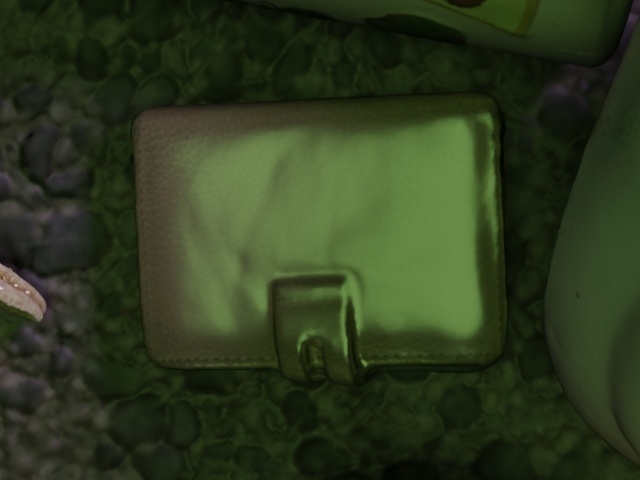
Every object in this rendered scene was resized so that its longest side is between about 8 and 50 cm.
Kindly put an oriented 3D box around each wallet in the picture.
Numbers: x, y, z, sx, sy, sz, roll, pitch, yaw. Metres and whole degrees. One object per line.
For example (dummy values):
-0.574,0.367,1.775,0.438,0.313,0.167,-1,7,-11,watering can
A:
0.000,0.000,0.609,0.153,0.039,0.118,0,91,9,wallet

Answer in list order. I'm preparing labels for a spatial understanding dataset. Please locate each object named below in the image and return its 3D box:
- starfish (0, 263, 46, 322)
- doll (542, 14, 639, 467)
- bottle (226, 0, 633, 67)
-0.238,0.044,0.636,0.236,0.062,0.277,-27,94,12,starfish
0.193,-0.008,0.488,0.221,0.221,0.251,17,134,5,doll
-0.005,-0.142,0.561,0.253,0.120,0.120,11,94,5,bottle
